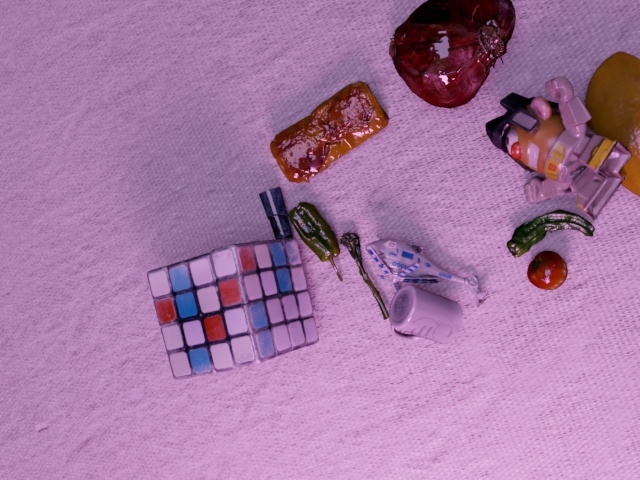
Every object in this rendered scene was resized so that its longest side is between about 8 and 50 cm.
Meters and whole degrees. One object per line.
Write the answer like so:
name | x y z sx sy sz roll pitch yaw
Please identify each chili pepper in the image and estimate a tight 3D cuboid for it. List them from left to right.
chili pepper | 0.002 -0.001 1.704 0.072 0.073 0.204 -39 81 21
chili pepper | 0.484 -0.020 1.578 0.182 0.050 0.073 -19 52 12

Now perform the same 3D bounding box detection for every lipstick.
lipstick | -0.081 -0.008 1.746 0.053 0.053 0.234 -19 93 16

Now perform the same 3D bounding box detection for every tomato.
tomato | 0.485 0.067 1.570 0.075 0.087 0.087 34 102 -14

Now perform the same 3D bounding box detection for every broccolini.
broccolini | 0.100 0.081 1.690 0.044 0.042 0.218 -25 81 15

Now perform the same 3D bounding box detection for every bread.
bread | 0.020 -0.240 1.686 0.271 0.077 0.139 -31 88 12

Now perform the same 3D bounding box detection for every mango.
mango | 0.649 -0.211 1.485 0.195 0.142 0.332 -43 74 12

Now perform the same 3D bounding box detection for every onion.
onion | 0.279 -0.415 1.538 0.281 0.281 0.221 -40 126 14

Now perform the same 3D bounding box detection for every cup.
cup | 0.219 0.175 1.605 0.133 0.099 0.136 21 106 -25

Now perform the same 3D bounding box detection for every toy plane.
toy plane | 0.233 0.056 1.620 0.273 0.182 0.107 8 63 14

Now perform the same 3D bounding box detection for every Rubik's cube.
Rubik's cube | -0.189 0.146 1.651 0.253 0.259 0.256 -15 88 31

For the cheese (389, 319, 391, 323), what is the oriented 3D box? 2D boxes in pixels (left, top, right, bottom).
cheese | 0.198 0.180 1.685 0.083 0.030 0.044 -2 114 11

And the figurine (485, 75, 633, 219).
figurine | 0.471 -0.187 1.490 0.308 0.143 0.309 22 118 50
